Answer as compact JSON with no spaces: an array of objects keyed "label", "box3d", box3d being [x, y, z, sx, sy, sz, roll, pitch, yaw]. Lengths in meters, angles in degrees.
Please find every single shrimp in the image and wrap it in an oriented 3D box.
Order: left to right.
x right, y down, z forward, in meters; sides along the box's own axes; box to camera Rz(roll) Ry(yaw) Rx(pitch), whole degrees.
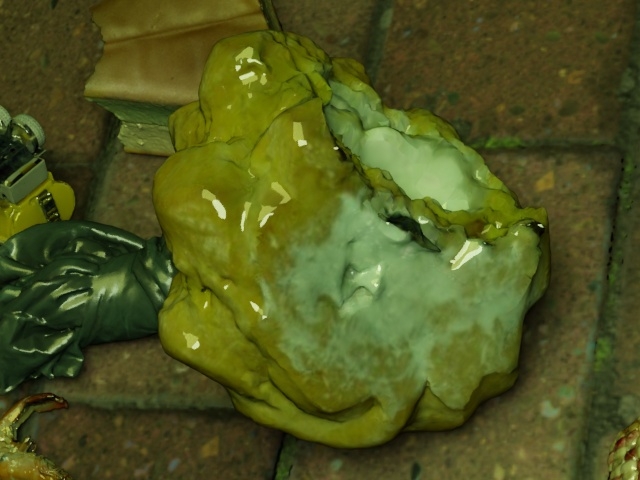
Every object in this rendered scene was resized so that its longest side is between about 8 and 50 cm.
[{"label":"shrimp","box3d":[-0.235,0.177,1.448,0.127,0.025,0.091,24,70,35]}]

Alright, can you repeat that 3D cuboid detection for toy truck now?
[{"label":"toy truck","box3d":[-0.339,-0.064,1.587,0.227,0.114,0.098,21,48,31]}]

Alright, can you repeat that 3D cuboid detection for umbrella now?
[{"label":"umbrella","box3d":[-0.205,0.046,1.476,0.349,0.094,0.143,-13,52,17]}]

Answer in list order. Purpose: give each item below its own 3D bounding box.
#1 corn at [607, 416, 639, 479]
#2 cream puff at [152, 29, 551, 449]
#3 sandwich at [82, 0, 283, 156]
[{"label":"corn","box3d":[0.242,0.231,1.179,0.086,0.086,0.253,-12,55,16]},{"label":"cream puff","box3d":[0.003,0.008,1.328,0.274,0.323,0.270,-58,22,8]},{"label":"sandwich","box3d":[-0.112,-0.137,1.542,0.186,0.108,0.220,-26,56,6]}]
